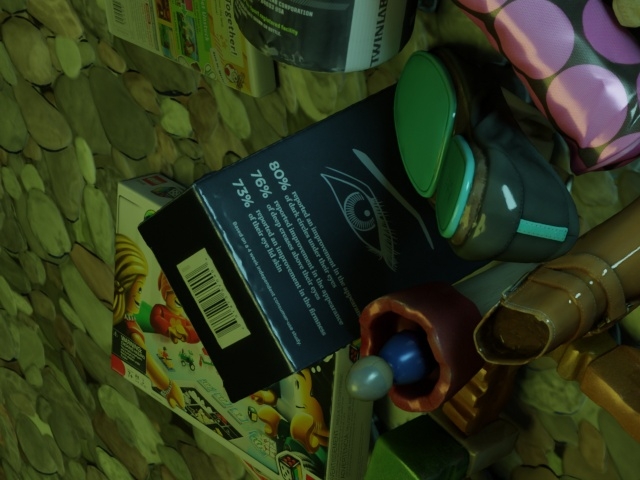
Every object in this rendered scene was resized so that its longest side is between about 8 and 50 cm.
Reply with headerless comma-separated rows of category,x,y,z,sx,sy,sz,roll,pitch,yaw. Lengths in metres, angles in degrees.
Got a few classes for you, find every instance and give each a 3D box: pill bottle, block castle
pill bottle,0.014,-0.242,1.304,0.130,0.130,0.246,41,143,30
block castle,0.118,0.265,1.418,0.303,0.212,0.453,43,136,28

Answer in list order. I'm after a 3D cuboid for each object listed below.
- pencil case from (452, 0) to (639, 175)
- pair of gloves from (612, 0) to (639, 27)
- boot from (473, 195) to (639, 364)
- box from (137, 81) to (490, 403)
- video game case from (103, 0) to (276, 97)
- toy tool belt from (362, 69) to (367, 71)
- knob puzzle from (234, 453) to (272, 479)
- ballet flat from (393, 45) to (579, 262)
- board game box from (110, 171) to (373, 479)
pencil case,0.138,-0.134,1.249,0.209,0.095,0.098,54,156,9
pair of gloves,0.223,-0.220,1.111,0.204,0.042,0.240,11,117,57
boot,0.190,0.014,1.225,0.073,0.152,0.197,56,147,10
box,0.000,0.000,1.433,0.153,0.207,0.108,62,148,2
video game case,-0.118,-0.246,1.589,0.206,0.026,0.227,27,133,43
toy tool belt,0.020,-0.141,1.440,0.083,0.051,0.052,17,155,49
knob puzzle,-0.055,0.168,1.804,0.213,0.030,0.213,33,138,37
ballet flat,0.111,-0.049,1.308,0.280,0.096,0.095,-101,27,-65
board game box,-0.072,0.083,1.712,0.305,0.053,0.193,28,123,41
